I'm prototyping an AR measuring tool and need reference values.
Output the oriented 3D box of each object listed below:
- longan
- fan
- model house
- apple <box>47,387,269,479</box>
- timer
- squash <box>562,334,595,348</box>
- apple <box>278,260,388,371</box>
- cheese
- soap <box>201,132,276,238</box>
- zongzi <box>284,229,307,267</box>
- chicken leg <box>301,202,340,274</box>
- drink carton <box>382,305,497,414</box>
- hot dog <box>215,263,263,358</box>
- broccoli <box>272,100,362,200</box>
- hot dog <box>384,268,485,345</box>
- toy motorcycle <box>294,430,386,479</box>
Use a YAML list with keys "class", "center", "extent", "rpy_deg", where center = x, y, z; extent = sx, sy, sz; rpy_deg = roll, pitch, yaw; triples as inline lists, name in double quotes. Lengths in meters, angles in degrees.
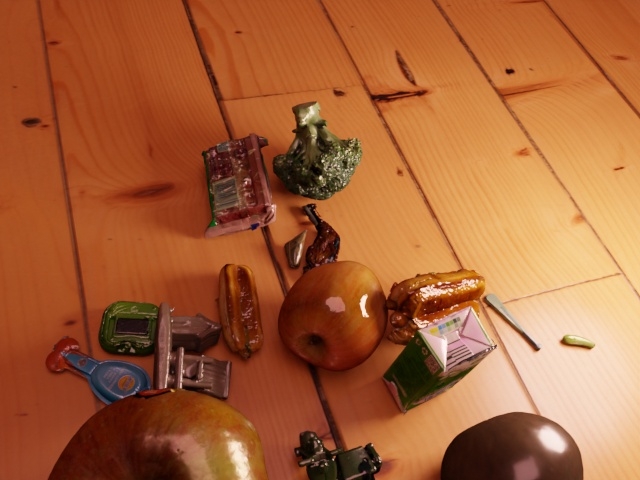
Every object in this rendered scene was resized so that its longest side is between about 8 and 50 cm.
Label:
- class: "longan"
  center: [0.396, 0.479, 1.305]
  extent: [0.300, 0.243, 0.300]
  rpy_deg: [1, 18, 0]
- class: "fan"
  center: [0.507, 0.211, 1.654]
  extent: [0.038, 0.016, 0.193]
  rpy_deg: [-28, 64, -30]
- class: "model house"
  center: [-0.283, 0.259, 1.382]
  extent: [0.188, 0.122, 0.229]
  rpy_deg: [15, 50, -29]
- class: "apple"
  center: [-0.277, 0.464, 1.133]
  extent: [0.400, 0.334, 0.401]
  rpy_deg: [-1, 68, 3]
- class: "timer"
  center: [-0.434, 0.200, 1.452]
  extent: [0.140, 0.047, 0.128]
  rpy_deg: [5, 54, -8]
- class: "squash"
  center: [0.676, 0.263, 1.647]
  extent: [0.089, 0.027, 0.027]
  rpy_deg: [11, 53, -6]
- class: "apple"
  center: [0.034, 0.170, 1.471]
  extent: [0.242, 0.242, 0.241]
  rpy_deg: [29, 42, 10]
- class: "cheese"
  center: [-0.482, 0.292, 1.384]
  extent: [0.256, 0.037, 0.106]
  rpy_deg: [24, 52, 8]
- class: "soap"
  center: [-0.226, -0.151, 1.702]
  extent: [0.217, 0.098, 0.274]
  rpy_deg: [-13, 56, -3]
- class: "zongzi"
  center: [-0.054, 0.024, 1.640]
  extent: [0.040, 0.083, 0.076]
  rpy_deg: [21, 43, -47]
- class: "chicken leg"
  center: [0.000, 0.000, 1.687]
  extent: [0.105, 0.051, 0.253]
  rpy_deg: [-1, 52, -6]
- class: "drink carton"
  center: [0.256, 0.271, 1.399]
  extent: [0.161, 0.271, 0.108]
  rpy_deg: [-18, 62, -24]
- class: "hot dog"
  center: [-0.197, 0.169, 1.511]
  extent: [0.104, 0.076, 0.250]
  rpy_deg: [7, 55, -31]
- class: "broccoli"
  center: [-0.007, -0.242, 1.724]
  extent: [0.269, 0.270, 0.270]
  rpy_deg: [-12, 14, 3]
- class: "hot dog"
  center: [0.270, 0.147, 1.510]
  extent: [0.117, 0.158, 0.348]
  rpy_deg: [18, 18, 41]
- class: "toy motorcycle"
  center: [0.066, 0.499, 1.288]
  extent: [0.205, 0.127, 0.275]
  rpy_deg: [-14, 62, -17]
